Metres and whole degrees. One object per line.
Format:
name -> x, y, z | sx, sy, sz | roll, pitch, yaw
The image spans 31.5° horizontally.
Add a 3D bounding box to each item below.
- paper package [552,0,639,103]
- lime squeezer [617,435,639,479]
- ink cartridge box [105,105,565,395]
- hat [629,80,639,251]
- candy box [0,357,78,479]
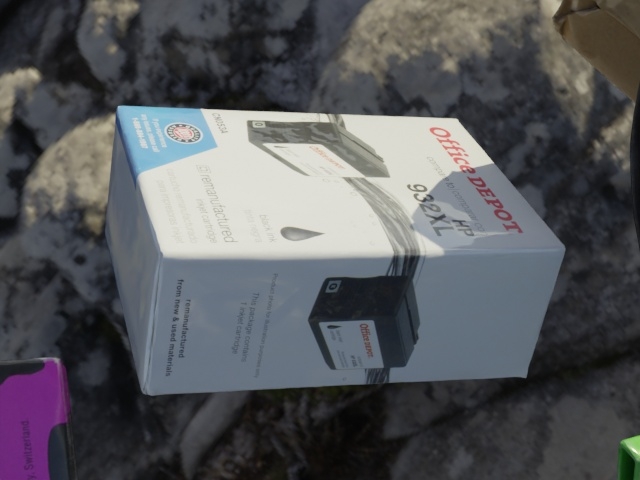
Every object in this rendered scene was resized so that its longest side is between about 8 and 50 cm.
paper package -> 0.410, -0.166, 0.868 | 0.325, 0.168, 0.309 | -24, 62, -33
lime squeezer -> 0.153, 0.218, 0.652 | 0.059, 0.110, 0.310 | 38, 128, 25
ink cartridge box -> 0.000, 0.000, 0.899 | 0.223, 0.308, 0.129 | -118, 33, -53
hat -> 0.209, -0.010, 0.224 | 0.331, 0.134, 0.331 | 0, 91, 25
candy box -> -0.176, 0.120, 0.276 | 0.071, 0.234, 0.159 | 140, 125, -60
